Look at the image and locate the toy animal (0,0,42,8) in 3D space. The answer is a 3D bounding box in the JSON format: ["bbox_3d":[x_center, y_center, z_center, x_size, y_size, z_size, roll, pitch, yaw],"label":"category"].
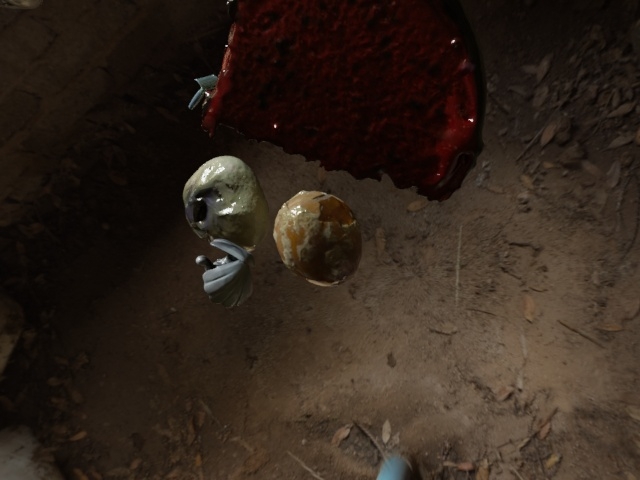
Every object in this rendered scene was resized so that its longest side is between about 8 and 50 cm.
[{"bbox_3d":[-0.415,-0.464,0.784,0.356,0.258,0.194,-15,104,15],"label":"toy animal"}]

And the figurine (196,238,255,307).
[{"bbox_3d":[-0.140,0.048,0.749,0.082,0.094,0.086,28,89,54],"label":"figurine"}]

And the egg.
[{"bbox_3d":[0.000,0.000,1.133,0.194,0.195,0.233,-35,104,6],"label":"egg"}]

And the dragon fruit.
[{"bbox_3d":[0.051,-0.214,0.614,0.343,0.100,0.282,20,120,-4],"label":"dragon fruit"}]

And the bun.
[{"bbox_3d":[-0.254,-0.084,1.343,0.272,0.168,0.273,23,124,38],"label":"bun"}]

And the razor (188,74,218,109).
[{"bbox_3d":[-0.341,-0.411,1.446,0.135,0.068,0.040,-30,92,48],"label":"razor"}]
